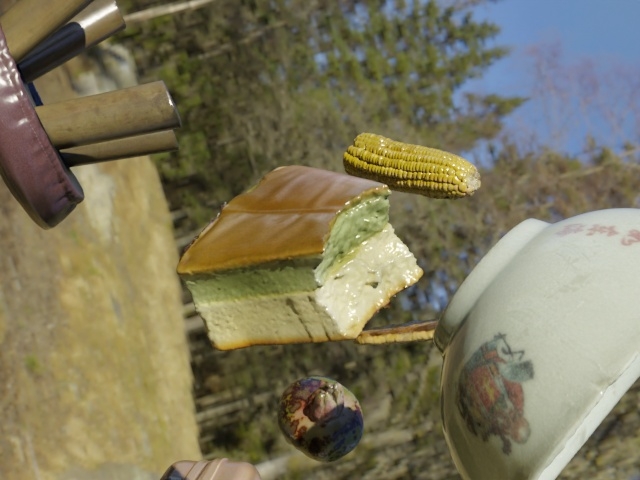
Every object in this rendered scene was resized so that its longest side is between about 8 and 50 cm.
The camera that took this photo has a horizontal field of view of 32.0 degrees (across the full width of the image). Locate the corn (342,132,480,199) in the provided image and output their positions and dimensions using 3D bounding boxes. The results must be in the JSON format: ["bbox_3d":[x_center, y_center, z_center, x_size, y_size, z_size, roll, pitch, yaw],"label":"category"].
[{"bbox_3d":[0.162,-0.129,2.008,0.292,0.101,0.101,17,-47,40],"label":"corn"}]

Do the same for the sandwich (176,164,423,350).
[{"bbox_3d":[0.000,0.000,1.048,0.220,0.186,0.108,-55,130,-53],"label":"sandwich"}]

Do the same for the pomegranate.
[{"bbox_3d":[-0.004,0.269,1.701,0.138,0.125,0.163,46,-2,18],"label":"pomegranate"}]

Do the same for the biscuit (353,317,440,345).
[{"bbox_3d":[0.165,0.143,1.780,0.118,0.247,0.029,-9,90,-55],"label":"biscuit"}]

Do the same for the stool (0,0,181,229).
[{"bbox_3d":[-0.265,-0.163,1.149,0.272,0.179,0.272,157,-90,-81],"label":"stool"}]

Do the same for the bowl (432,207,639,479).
[{"bbox_3d":[0.252,0.103,1.219,0.196,0.435,0.435,39,-16,17],"label":"bowl"}]

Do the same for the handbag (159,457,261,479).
[{"bbox_3d":[-0.171,0.484,1.565,0.283,0.149,0.301,-53,142,-69],"label":"handbag"}]
